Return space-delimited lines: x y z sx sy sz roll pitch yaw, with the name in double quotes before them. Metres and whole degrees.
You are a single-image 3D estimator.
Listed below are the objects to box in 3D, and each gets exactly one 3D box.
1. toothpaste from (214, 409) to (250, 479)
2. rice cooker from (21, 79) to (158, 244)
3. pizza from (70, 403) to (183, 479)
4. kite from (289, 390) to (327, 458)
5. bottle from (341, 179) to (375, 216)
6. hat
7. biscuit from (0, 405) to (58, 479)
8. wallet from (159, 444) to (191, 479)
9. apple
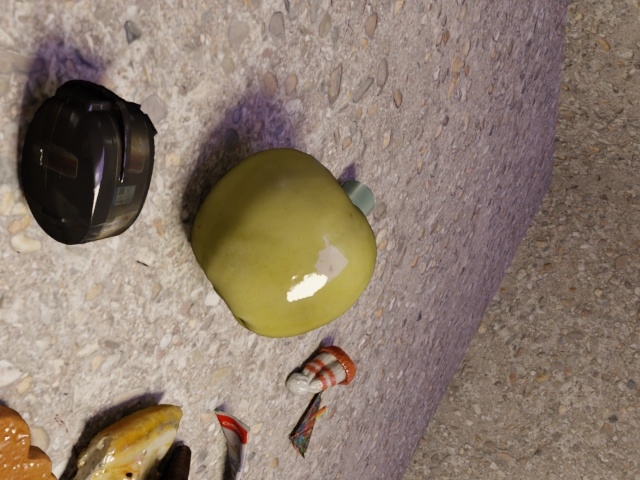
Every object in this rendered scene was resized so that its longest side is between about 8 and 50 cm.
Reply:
"toothpaste" -0.171 0.438 1.240 0.048 0.075 0.301 -18 134 -27
"rice cooker" -0.235 -0.077 0.646 0.106 0.112 0.165 -9 121 -66
"pizza" -0.309 0.384 0.931 0.297 0.071 0.189 -63 158 6
"kite" -0.032 0.469 1.583 0.183 0.014 0.241 -28 135 -56
"bottle" 0.000 0.000 1.180 0.286 0.082 0.082 -50 149 -30
"hat" -0.008 0.307 1.422 0.162 0.112 0.094 -28 108 -38
"biscuit" -0.413 0.262 0.666 0.202 0.047 0.334 -59 151 -14
"wallet" -0.242 0.407 0.986 0.124 0.042 0.230 -64 -170 -6
"apple" -0.056 0.004 0.910 0.262 0.262 0.262 -42 145 -39
